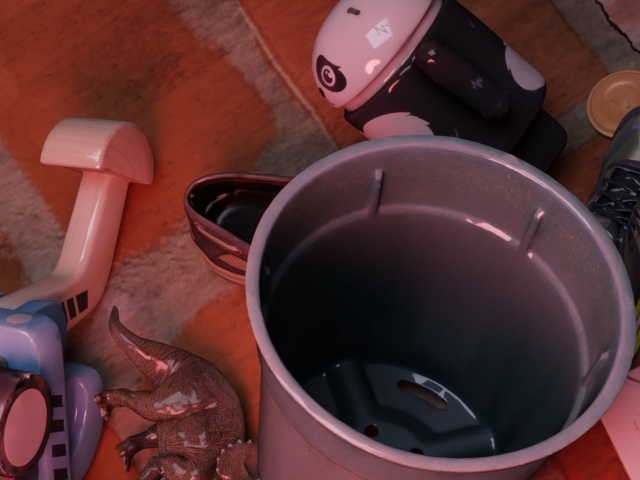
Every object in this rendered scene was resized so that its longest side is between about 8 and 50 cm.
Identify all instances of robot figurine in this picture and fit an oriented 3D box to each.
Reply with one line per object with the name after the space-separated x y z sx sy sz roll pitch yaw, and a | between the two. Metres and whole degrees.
0.120 -0.154 1.956 0.209 0.278 0.173 -41 15 41 | robot figurine

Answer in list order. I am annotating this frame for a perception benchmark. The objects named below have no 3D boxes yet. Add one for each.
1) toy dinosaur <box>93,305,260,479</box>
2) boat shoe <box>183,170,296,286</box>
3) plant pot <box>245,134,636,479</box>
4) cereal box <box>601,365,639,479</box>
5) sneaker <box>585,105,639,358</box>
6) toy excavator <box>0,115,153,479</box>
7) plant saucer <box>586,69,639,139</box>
-0.139 0.202 1.973 0.160 0.121 0.313 -22 55 -4 | toy dinosaur
0.000 0.000 1.968 0.355 0.130 0.132 5 67 32 | boat shoe
0.082 0.135 1.737 0.341 0.334 0.341 5 56 -7 | plant pot
0.398 0.168 1.778 0.240 0.047 0.173 -28 59 6 | cereal box
0.303 -0.010 1.888 0.111 0.121 0.300 10 69 24 | sneaker
-0.320 0.115 2.019 0.222 0.445 0.433 6 109 22 | toy excavator
0.326 -0.147 2.009 0.083 0.013 0.083 -9 62 17 | plant saucer
